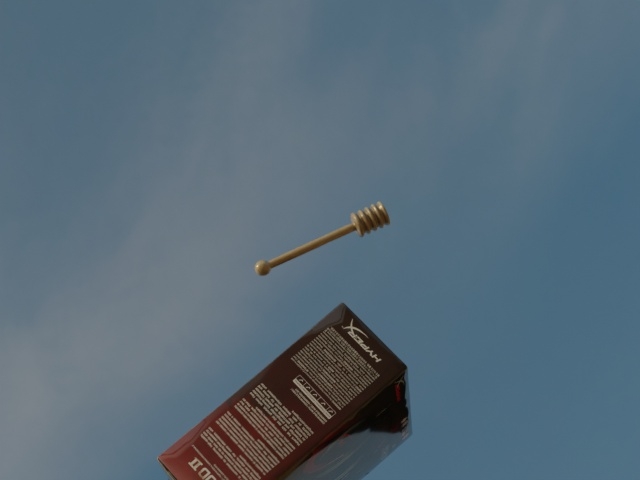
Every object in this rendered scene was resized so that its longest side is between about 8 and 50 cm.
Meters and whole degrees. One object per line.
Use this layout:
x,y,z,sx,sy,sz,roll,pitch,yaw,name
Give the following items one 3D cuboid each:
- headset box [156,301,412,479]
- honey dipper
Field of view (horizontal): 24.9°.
-0.042,0.235,1.591,0.293,0.110,0.218,-39,-24,-15,headset box
0.000,0.000,1.613,0.161,0.030,0.030,-23,-56,-9,honey dipper
